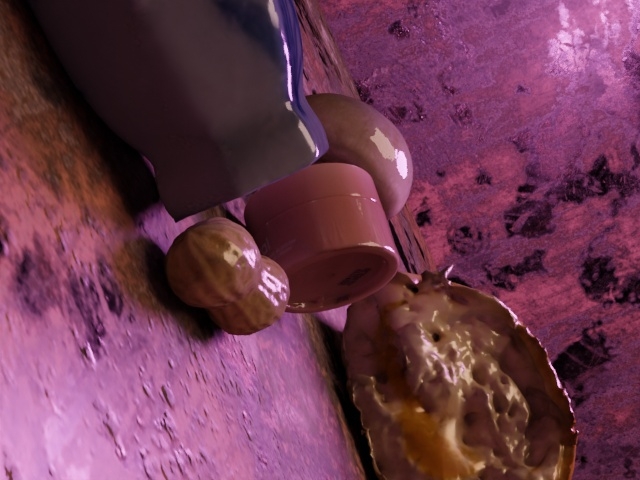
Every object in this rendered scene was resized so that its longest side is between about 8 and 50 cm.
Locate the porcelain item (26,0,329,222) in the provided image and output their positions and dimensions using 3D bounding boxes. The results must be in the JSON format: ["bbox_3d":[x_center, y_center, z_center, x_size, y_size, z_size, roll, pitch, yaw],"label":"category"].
[{"bbox_3d":[-0.133,-0.228,0.788,0.242,0.178,0.405,-63,132,-78],"label":"porcelain item"}]

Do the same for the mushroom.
[{"bbox_3d":[0.009,-0.072,1.264,0.207,0.207,0.215,54,52,-53],"label":"mushroom"}]

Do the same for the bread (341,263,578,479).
[{"bbox_3d":[0.204,0.230,1.326,0.394,0.250,0.361,44,26,-68],"label":"bread"}]

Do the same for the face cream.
[{"bbox_3d":[0.000,0.000,1.054,0.149,0.149,0.104,49,22,-61],"label":"face cream"}]

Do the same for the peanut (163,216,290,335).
[{"bbox_3d":[-0.073,0.032,0.820,0.187,0.082,0.082,49,21,-62],"label":"peanut"}]
